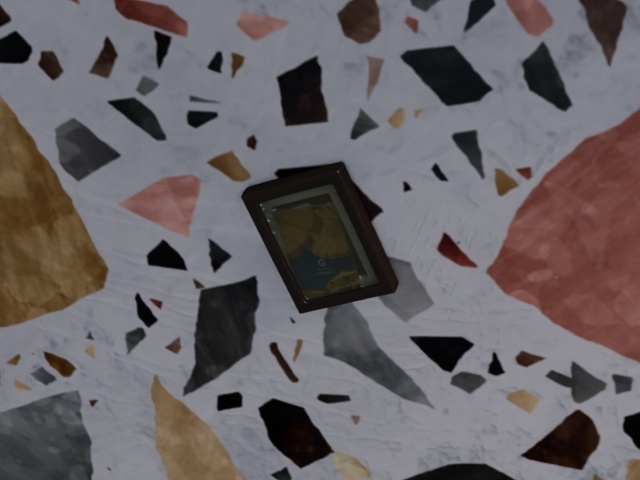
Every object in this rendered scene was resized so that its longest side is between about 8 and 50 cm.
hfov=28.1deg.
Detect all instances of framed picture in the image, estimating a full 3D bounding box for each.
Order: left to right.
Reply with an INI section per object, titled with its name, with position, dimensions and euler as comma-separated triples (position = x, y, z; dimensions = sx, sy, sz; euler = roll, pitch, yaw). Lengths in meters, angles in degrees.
[framed picture]
position = 0.000, 0.000, 1.466
dimensions = 0.128, 0.023, 0.168
euler = -14, 117, 25
